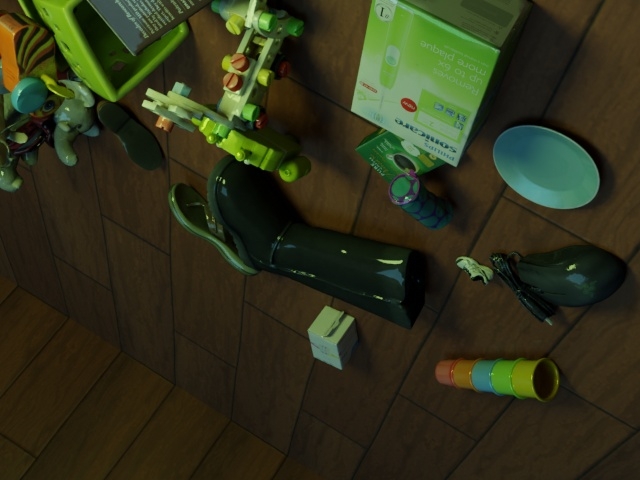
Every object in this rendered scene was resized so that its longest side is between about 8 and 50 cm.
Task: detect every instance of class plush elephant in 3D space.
[{"bbox_3d":[-0.651,-0.275,2.235,0.255,0.330,0.272,8,160,4],"label":"plush elephant"}]

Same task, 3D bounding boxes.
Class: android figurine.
[{"bbox_3d":[-0.134,-0.194,1.811,0.248,0.273,0.056,31,107,6],"label":"android figurine"}]

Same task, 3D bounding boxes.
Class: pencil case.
[{"bbox_3d":[0.189,-0.074,1.762,0.064,0.070,0.151,40,-173,37],"label":"pencil case"}]

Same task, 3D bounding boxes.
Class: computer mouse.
[{"bbox_3d":[0.446,0.085,1.765,0.188,0.072,0.272,45,150,-15],"label":"computer mouse"}]

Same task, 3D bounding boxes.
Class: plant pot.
[{"bbox_3d":[-0.421,-0.431,1.775,0.207,0.228,0.227,23,150,33],"label":"plant pot"}]

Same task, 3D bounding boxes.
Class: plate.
[{"bbox_3d":[0.379,-0.127,1.575,0.188,0.024,0.188,25,150,16],"label":"plate"}]

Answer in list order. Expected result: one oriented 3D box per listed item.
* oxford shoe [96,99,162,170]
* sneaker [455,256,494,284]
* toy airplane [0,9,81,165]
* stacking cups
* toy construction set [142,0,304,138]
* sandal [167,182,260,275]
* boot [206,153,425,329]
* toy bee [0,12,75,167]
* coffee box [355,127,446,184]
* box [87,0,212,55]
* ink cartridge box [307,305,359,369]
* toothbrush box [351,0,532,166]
[{"bbox_3d":[-0.451,-0.255,2.236,0.212,0.076,0.076,54,176,-33],"label":"oxford shoe"},{"bbox_3d":[0.309,0.062,1.912,0.083,0.037,0.032,24,151,22],"label":"sneaker"},{"bbox_3d":[-0.681,-0.397,1.924,0.272,0.386,0.384,-8,129,36],"label":"toy airplane"},{"bbox_3d":[0.384,0.305,2.135,0.316,0.096,0.096,-4,132,50],"label":"stacking cups"},{"bbox_3d":[-0.150,-0.301,1.618,0.151,0.328,0.215,39,-177,20],"label":"toy construction set"},{"bbox_3d":[-0.241,-0.040,2.293,0.302,0.120,0.086,41,123,-13],"label":"sandal"},{"bbox_3d":[0.001,0.001,2.031,0.445,0.146,0.367,22,156,29],"label":"boot"},{"bbox_3d":[-0.544,-0.302,1.782,0.195,0.162,0.298,53,136,7],"label":"toy bee"},{"bbox_3d":[0.156,-0.169,1.729,0.113,0.040,0.184,42,150,-13],"label":"coffee box"},{"bbox_3d":[-0.269,-0.450,1.555,0.203,0.168,0.167,-30,117,20],"label":"box"},{"bbox_3d":[0.033,0.243,2.412,0.089,0.092,0.143,22,147,25],"label":"ink cartridge box"},{"bbox_3d":[0.178,-0.279,1.464,0.206,0.122,0.283,30,152,11],"label":"toothbrush box"}]
